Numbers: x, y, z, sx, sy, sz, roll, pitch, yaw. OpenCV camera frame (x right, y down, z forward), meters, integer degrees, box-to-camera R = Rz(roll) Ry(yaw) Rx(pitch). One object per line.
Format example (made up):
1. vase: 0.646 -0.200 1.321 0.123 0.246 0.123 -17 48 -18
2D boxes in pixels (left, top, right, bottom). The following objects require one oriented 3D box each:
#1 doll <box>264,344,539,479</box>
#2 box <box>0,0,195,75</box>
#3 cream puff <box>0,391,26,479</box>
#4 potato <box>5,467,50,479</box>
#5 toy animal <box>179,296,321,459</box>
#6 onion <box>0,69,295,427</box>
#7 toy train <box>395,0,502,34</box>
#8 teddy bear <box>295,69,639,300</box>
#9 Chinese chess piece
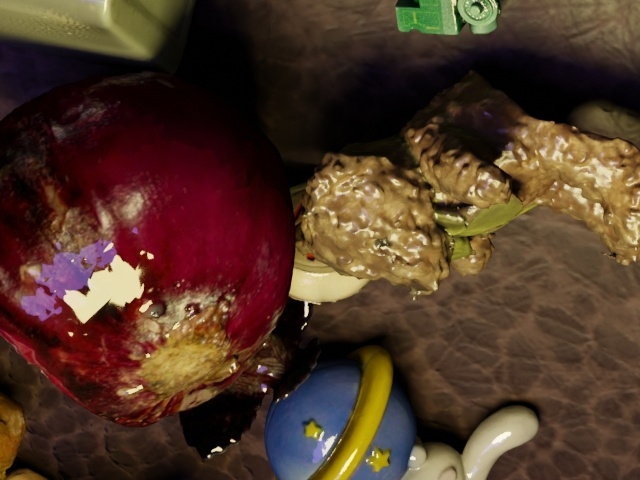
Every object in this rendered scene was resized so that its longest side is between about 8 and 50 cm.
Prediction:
1. doll: 0.034 0.248 1.784 0.243 0.159 0.311 24 100 -31
2. box: -0.290 -0.260 1.430 0.344 0.352 0.177 12 88 5
3. cream puff: -0.440 0.220 1.889 0.269 0.155 0.241 -8 99 14
4. potato: -0.353 0.339 1.993 0.118 0.109 0.178 19 127 -22
5. toy animal: -0.066 0.123 1.733 0.116 0.218 0.179 24 167 2
6. onion: -0.149 -0.015 1.515 0.260 0.282 0.337 -41 139 8
7. toy train: 0.109 -0.258 1.486 0.105 0.071 0.178 6 126 26
8. teddy bear: 0.146 -0.020 1.526 0.296 0.222 0.246 33 171 6
9. Chinese chess piece: 0.000 0.000 1.655 0.122 0.122 0.051 12 143 9
